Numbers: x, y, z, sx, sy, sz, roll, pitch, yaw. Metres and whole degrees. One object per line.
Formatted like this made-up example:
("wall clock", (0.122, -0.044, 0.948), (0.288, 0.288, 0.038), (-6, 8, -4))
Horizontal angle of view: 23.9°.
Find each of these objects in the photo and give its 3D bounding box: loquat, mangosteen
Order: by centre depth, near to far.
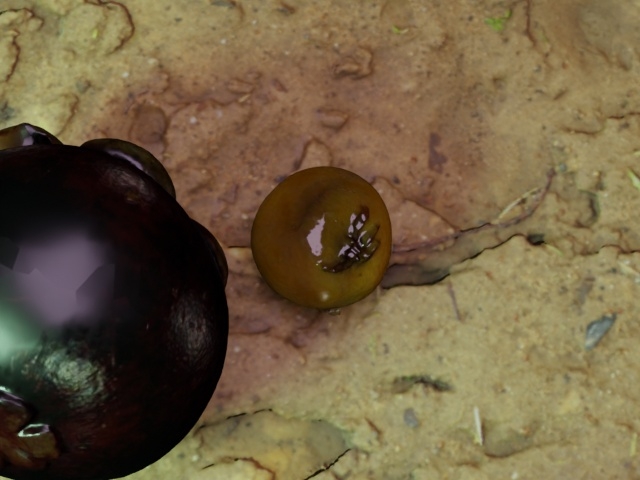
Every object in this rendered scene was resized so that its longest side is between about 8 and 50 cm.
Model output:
("mangosteen", (-0.219, 0.045, 1.316), (0.307, 0.307, 0.347), (20, 41, 0))
("loquat", (0.000, 0.000, 1.433), (0.141, 0.141, 0.141), (3, 69, -7))
